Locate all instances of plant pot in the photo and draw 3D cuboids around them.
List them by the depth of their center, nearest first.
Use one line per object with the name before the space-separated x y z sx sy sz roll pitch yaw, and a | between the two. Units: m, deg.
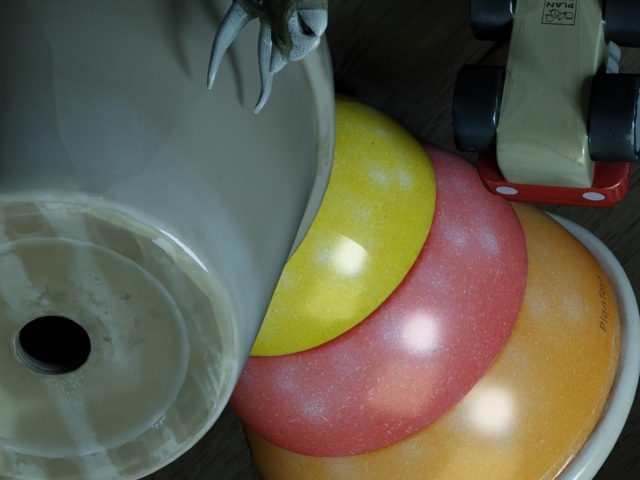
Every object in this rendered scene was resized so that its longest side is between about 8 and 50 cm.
plant pot | -0.143 -0.016 1.008 0.323 0.280 0.323 -2 123 -3

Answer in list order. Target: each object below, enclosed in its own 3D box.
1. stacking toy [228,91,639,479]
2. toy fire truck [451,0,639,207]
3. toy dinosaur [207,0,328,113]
stacking toy | 0.000 0.000 1.328 0.350 0.350 0.480 -28 132 14
toy fire truck | 0.160 -0.117 1.245 0.158 0.217 0.246 4 162 17
toy dinosaur | 0.012 -0.215 1.006 0.121 0.313 0.160 45 121 -11
